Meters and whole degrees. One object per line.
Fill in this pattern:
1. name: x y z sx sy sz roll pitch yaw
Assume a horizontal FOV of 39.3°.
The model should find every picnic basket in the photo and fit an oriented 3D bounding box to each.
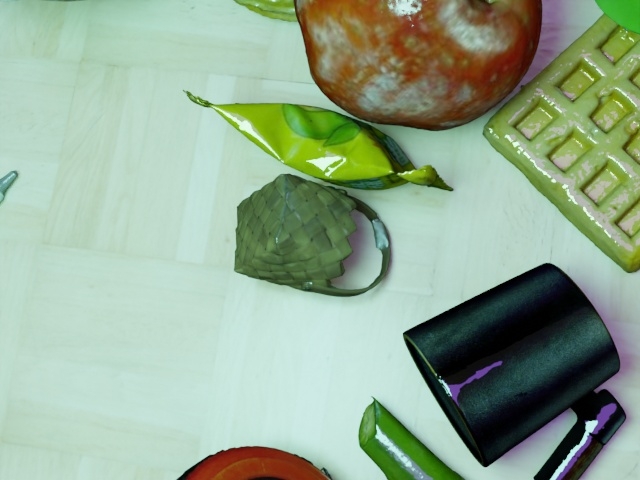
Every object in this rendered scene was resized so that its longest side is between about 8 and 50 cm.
1. picnic basket: 0.000 0.000 1.039 0.179 0.138 0.127 10 71 -28

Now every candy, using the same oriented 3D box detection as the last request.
1. candy: 0.002 -0.110 1.030 0.297 0.187 0.081 19 97 14

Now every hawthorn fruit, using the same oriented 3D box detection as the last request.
1. hawthorn fruit: 0.107 -0.256 0.992 0.285 0.284 0.284 -2 79 8

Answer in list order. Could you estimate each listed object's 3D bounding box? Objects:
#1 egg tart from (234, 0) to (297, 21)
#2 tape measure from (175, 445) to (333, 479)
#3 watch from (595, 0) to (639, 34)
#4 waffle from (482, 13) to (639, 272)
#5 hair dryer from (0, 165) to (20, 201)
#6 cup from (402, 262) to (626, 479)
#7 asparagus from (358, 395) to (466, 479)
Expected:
1. egg tart: -0.025 -0.420 1.122 0.294 0.123 0.293 -2 80 9
2. tape measure: -0.054 0.339 0.929 0.260 0.253 0.114 52 130 19
3. watch: 0.402 -0.294 1.008 0.165 0.131 0.152 39 53 15
4. waffle: 0.350 -0.121 1.044 0.221 0.055 0.248 -44 77 -2
5. hair dryer: -0.441 -0.013 1.146 0.183 0.044 0.154 -36 78 -3
6. cup: 0.219 0.153 0.987 0.177 0.239 0.166 -31 34 -4
7. asparagus: 0.141 0.288 0.992 0.278 0.060 0.067 40 97 14
